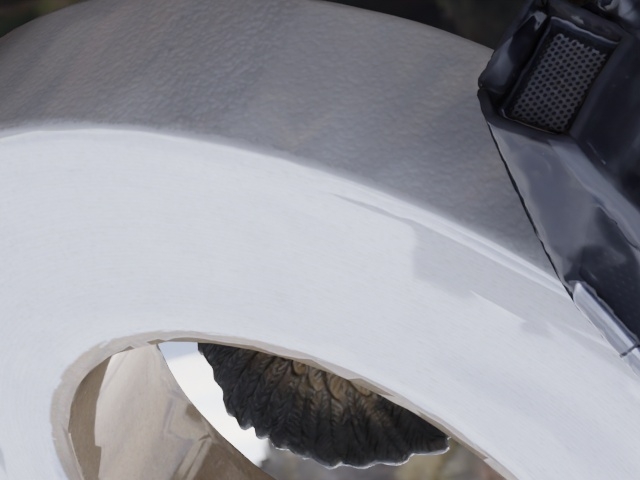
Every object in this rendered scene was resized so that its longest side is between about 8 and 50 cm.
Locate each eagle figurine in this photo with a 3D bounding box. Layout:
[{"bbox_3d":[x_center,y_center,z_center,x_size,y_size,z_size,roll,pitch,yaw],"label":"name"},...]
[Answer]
[{"bbox_3d":[0.011,-0.002,1.199,0.225,0.226,0.298,-23,-171,-10],"label":"eagle figurine"}]

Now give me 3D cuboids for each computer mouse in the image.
[{"bbox_3d":[0.115,-0.044,0.496,0.184,0.262,0.060,-45,-176,-23],"label":"computer mouse"}]

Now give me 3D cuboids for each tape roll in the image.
[{"bbox_3d":[0.013,0.081,0.677,0.392,0.392,0.072,-16,-145,43],"label":"tape roll"}]
